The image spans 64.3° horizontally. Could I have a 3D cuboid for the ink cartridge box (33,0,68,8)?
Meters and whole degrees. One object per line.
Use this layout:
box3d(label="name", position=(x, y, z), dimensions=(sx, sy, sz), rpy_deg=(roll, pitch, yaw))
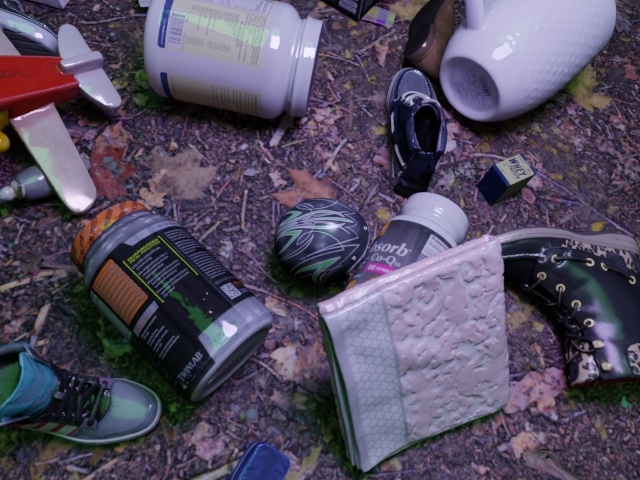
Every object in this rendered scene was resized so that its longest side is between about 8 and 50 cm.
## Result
box3d(label="ink cartridge box", position=(-0.608, -0.750, 1.186), dimensions=(0.119, 0.207, 0.353), rpy_deg=(14, 64, 0))

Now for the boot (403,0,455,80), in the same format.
box3d(label="boot", position=(0.296, -0.521, 1.281), dimensions=(0.115, 0.112, 0.305), rpy_deg=(36, 56, -24))

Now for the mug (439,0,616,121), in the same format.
box3d(label="mug", position=(0.418, -0.462, 1.112), dimensions=(0.328, 0.374, 0.276), rpy_deg=(-42, 39, -16))

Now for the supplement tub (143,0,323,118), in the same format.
box3d(label="supplement tub", position=(-0.172, -0.386, 1.057), dimensions=(0.325, 0.235, 0.235), rpy_deg=(12, 64, -2))

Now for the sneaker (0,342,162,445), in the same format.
box3d(label="sneaker", position=(-0.397, 0.231, 0.764), dimensions=(0.295, 0.178, 0.124), rpy_deg=(7, 64, -5))

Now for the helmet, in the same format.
box3d(label="helmet", position=(0.000, 0.000, 0.936), dimensions=(0.169, 0.161, 0.169), rpy_deg=(3, 63, -5))

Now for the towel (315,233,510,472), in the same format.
box3d(label="towel", position=(0.166, 0.188, 0.813), dimensions=(0.317, 0.332, 0.053), rpy_deg=(-20, 26, -16))

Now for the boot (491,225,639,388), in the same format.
box3d(label="boot", position=(0.461, 0.128, 0.961), dimensions=(0.377, 0.138, 0.284), rpy_deg=(2, 64, -13))

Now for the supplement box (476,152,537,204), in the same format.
box3d(label="supplement box", position=(0.400, -0.132, 1.099), dimensions=(0.083, 0.083, 0.056), rpy_deg=(-23, 71, -19))

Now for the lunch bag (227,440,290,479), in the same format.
box3d(label="lunch bag", position=(-0.100, 0.372, 0.803), dimensions=(0.067, 0.065, 0.098), rpy_deg=(38, 64, -6))

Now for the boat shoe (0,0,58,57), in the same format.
box3d(label="boat shoe", position=(-0.703, -0.491, 1.097), dimensions=(0.335, 0.121, 0.119), rpy_deg=(21, 68, 5))

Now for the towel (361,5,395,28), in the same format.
box3d(label="towel", position=(0.151, -0.580, 1.319), dimensions=(0.083, 0.009, 0.060), rpy_deg=(17, 63, 0))

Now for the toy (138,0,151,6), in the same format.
box3d(label="toy", position=(-0.400, -0.663, 1.258), dimensions=(0.137, 0.056, 0.237), rpy_deg=(-14, 72, -18))

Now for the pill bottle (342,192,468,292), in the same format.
box3d(label="pill bottle", position=(0.158, 0.055, 0.934), dimensions=(0.162, 0.162, 0.278), rpy_deg=(30, 64, 7))

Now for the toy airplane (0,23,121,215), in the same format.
box3d(label="toy airplane", position=(-0.588, -0.264, 0.957), dimensions=(0.384, 0.272, 0.386), rpy_deg=(26, 46, -38))

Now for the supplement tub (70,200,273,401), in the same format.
box3d(label="supplement tub", position=(-0.248, 0.091, 0.844), dimensions=(0.316, 0.193, 0.193), rpy_deg=(43, 67, 12))

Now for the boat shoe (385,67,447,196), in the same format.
box3d(label="boat shoe", position=(0.217, -0.276, 1.101), dimensions=(0.127, 0.158, 0.340), rpy_deg=(4, 65, -6))

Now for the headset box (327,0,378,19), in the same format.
box3d(label="headset box", position=(0.087, -0.749, 1.319), dimensions=(0.246, 0.131, 0.283), rpy_deg=(35, 64, 11))
